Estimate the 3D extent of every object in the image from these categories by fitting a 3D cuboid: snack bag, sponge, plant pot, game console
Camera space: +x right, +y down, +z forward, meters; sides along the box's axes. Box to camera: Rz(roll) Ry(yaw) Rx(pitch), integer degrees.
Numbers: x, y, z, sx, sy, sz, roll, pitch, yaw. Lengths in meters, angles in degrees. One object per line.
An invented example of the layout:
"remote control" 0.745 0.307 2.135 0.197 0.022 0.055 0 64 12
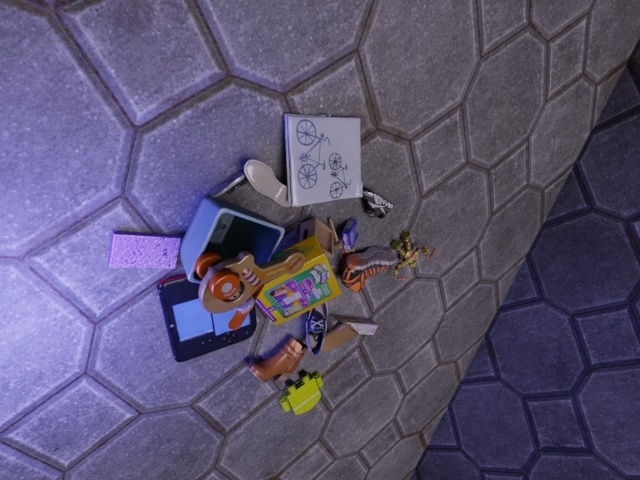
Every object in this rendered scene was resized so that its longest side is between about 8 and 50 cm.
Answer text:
"snack bag" 0.022 -0.305 1.550 0.342 0.037 0.324 -11 105 -33
"sponge" -0.574 0.033 1.363 0.209 0.031 0.117 4 113 -38
"plant pot" -0.316 -0.011 1.378 0.247 0.252 0.248 19 103 -41
"game console" -0.417 0.270 1.600 0.341 0.060 0.387 -18 124 -28

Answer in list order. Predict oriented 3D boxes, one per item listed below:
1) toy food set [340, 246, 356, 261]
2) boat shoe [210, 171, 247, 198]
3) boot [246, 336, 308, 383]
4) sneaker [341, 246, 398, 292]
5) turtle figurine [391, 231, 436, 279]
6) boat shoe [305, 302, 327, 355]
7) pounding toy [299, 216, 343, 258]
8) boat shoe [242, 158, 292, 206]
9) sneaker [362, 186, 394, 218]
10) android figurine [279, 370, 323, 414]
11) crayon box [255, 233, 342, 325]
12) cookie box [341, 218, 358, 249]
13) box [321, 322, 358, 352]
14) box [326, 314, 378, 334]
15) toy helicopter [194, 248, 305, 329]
"toy food set" 0.127 0.062 1.909 0.082 0.020 0.083 28 96 -43
"boat shoe" -0.310 -0.181 1.425 0.142 0.049 0.040 -38 132 -16
"boot" -0.186 0.536 1.889 0.220 0.109 0.283 -51 135 1
"sneaker" 0.217 0.139 1.973 0.320 0.125 0.180 -7 131 -35
"turtle figurine" 0.449 0.059 2.103 0.269 0.087 0.217 -34 124 -5
"boat shoe" -0.020 0.381 1.898 0.108 0.102 0.302 3 108 -10
"pounding toy" 0.003 -0.005 1.724 0.094 0.181 0.206 -20 143 30
"boat shoe" -0.188 -0.209 1.478 0.254 0.079 0.095 31 93 -46
"sneaker" 0.227 -0.155 1.819 0.234 0.078 0.106 23 98 -44
"android figurine" -0.091 0.788 2.145 0.248 0.056 0.273 -32 130 -18
"crayon box" -0.101 0.168 1.631 0.312 0.106 0.363 -27 148 -3
"cookie box" 0.128 -0.026 1.809 0.107 0.040 0.092 -59 147 -48
"box" 0.070 0.481 2.045 0.201 0.021 0.164 -33 143 13
"box" 0.160 0.430 2.119 0.323 0.067 0.063 16 106 -40
"toy helicopter" -0.199 0.126 1.283 0.354 0.140 0.235 -21 128 -29
